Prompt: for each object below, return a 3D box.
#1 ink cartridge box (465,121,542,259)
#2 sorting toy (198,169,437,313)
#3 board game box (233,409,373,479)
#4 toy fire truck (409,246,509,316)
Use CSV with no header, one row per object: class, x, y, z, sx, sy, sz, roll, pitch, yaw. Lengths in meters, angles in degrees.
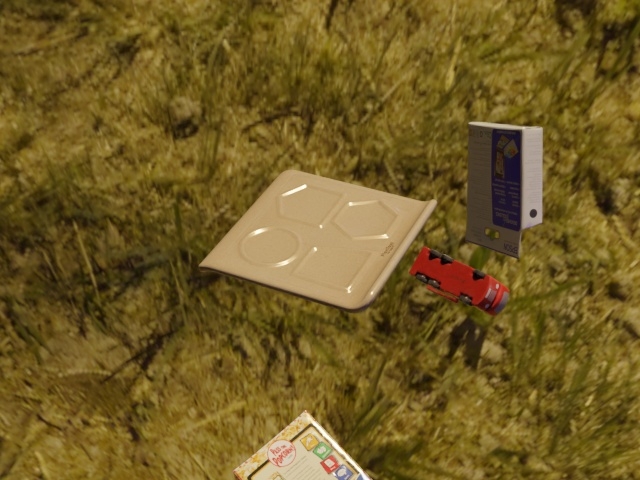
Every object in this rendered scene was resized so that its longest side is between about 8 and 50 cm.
ink cartridge box,0.297,-0.087,1.649,0.045,0.206,0.208,-2,99,-16
sorting toy,0.000,0.000,1.099,0.208,0.038,0.193,12,41,25
board game box,-0.011,0.368,1.484,0.147,0.045,0.193,-37,64,-20
toy fire truck,0.194,0.063,1.369,0.192,0.135,0.047,26,87,50
